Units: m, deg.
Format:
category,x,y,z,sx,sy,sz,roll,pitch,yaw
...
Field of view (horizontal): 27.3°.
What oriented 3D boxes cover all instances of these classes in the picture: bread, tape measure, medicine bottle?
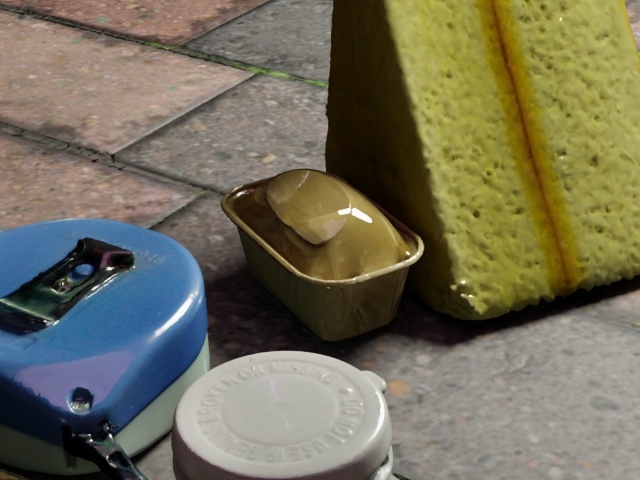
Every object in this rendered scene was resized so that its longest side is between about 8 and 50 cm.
category,x,y,z,sx,sy,sz,roll,pitch,yaw
bread,0.141,-0.162,1.020,0.233,0.362,0.245,-14,29,-21
tape measure,-0.126,0.086,0.872,0.351,0.098,0.215,17,36,26
medicine bottle,-0.014,0.163,0.605,0.135,0.215,0.135,-1,30,1

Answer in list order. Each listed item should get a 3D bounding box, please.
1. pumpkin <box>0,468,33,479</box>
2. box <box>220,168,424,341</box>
category,x,y,z,sx,sy,sz,roll,pitch,yaw
pumpkin,-0.190,0.203,0.575,0.238,0.159,0.238,-22,35,16
box,0.000,0.000,1.001,0.111,0.111,0.177,-17,34,-25
